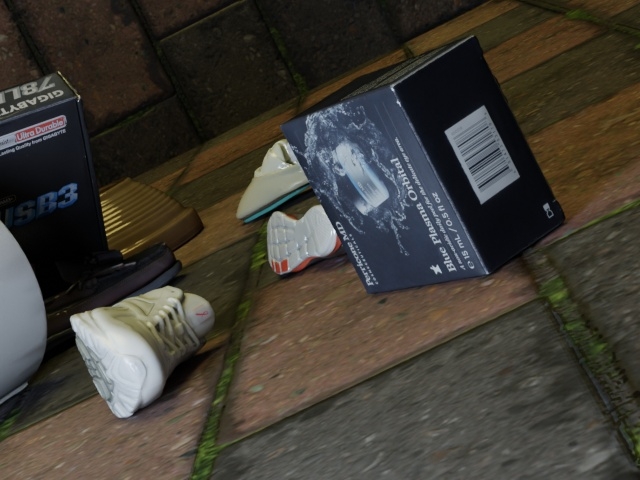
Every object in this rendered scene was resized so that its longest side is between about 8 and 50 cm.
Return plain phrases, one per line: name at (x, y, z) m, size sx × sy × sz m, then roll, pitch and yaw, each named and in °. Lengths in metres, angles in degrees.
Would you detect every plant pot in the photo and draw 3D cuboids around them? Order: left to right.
plant pot at (-0.288, -0.012, 2.177) m, size 0.237 × 0.109 × 0.237 m, roll -27°, pitch 9°, yaw 5°

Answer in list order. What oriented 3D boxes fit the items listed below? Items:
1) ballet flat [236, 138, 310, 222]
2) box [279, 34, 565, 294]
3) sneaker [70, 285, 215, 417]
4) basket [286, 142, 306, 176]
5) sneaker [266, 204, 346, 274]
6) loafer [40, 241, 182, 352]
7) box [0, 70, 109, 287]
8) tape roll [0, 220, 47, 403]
ballet flat at (-0.012, -0.102, 1.978) m, size 0.248 × 0.086 × 0.086 m, roll -23°, pitch 10°, yaw 24°
box at (0.074, -0.052, 1.208) m, size 0.093 × 0.156 × 0.158 m, roll -34°, pitch 11°, yaw -31°
sneaker at (-0.141, 0.077, 1.326) m, size 0.115 × 0.090 × 0.232 m, roll -25°, pitch 9°, yaw -9°
basket at (0.071, -0.096, 1.636) m, size 0.167 × 0.103 × 0.113 m, roll -20°, pitch 11°, yaw 39°
sneaker at (0.000, 0.000, 1.508) m, size 0.065 × 0.061 × 0.158 m, roll -1°, pitch -3°, yaw -27°
loafer at (-0.294, 0.066, 1.782) m, size 0.303 × 0.095 × 0.109 m, roll -31°, pitch 8°, yaw -25°
box at (-0.389, -0.011, 1.780) m, size 0.296 × 0.293 × 0.073 m, roll -22°, pitch 44°, yaw -22°
tape roll at (-0.414, 0.079, 1.575) m, size 0.246 × 0.246 × 0.169 m, roll -19°, pitch 12°, yaw 41°
